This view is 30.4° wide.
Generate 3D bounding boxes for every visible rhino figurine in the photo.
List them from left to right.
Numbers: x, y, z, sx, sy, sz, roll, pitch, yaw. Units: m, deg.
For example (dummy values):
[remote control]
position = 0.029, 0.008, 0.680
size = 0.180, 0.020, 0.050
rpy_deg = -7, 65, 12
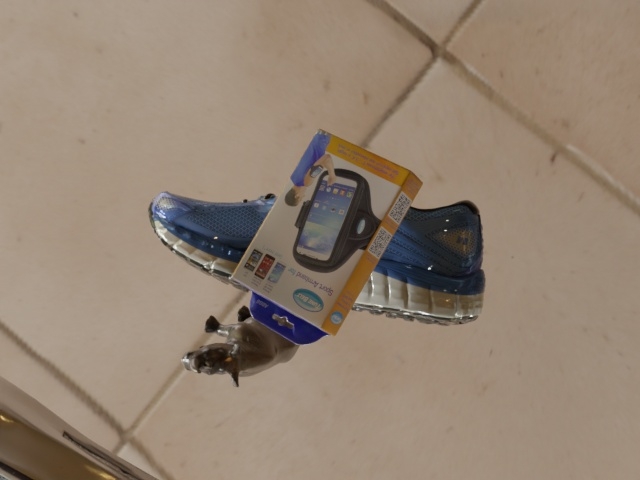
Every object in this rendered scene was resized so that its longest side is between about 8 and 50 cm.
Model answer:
[rhino figurine]
position = -0.103, 0.139, 1.522
size = 0.106, 0.243, 0.073
rpy_deg = 12, 101, 19

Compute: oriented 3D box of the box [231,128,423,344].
[box]
position = 0.000, 0.000, 0.790
size = 0.081, 0.028, 0.136
rpy_deg = 27, 83, 30

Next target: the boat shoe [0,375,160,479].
[boat shoe]
position = -0.216, 0.187, 0.767
size = 0.340, 0.127, 0.158
rpy_deg = 33, 85, -3

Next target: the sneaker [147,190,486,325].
[sneaker]
position = -0.001, -0.013, 1.130
size = 0.330, 0.130, 0.147
rpy_deg = 9, 82, 6
